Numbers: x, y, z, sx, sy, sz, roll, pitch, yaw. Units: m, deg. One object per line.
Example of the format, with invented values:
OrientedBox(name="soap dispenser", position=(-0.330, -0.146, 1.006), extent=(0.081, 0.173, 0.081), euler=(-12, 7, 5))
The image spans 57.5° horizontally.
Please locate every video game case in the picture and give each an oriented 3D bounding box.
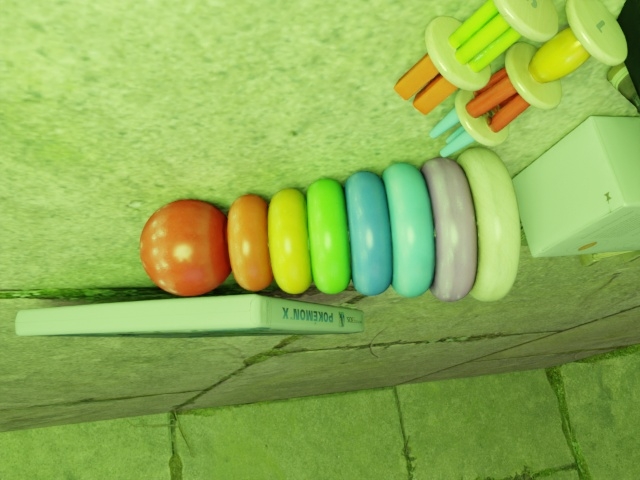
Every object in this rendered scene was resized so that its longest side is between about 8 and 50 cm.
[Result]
OrientedBox(name="video game case", position=(-0.147, 0.105, 0.745), extent=(0.329, 0.036, 0.300), euler=(-6, 168, 23))

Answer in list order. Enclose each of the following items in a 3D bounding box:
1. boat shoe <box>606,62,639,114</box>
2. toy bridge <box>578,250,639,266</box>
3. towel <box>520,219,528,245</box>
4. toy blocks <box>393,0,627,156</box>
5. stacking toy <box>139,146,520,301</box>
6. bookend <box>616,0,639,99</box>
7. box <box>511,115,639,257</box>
OrientedBox(name="boat shoe", position=(0.290, -0.113, 0.467), extent=(0.152, 0.049, 0.056), euler=(0, 157, -27))
OrientedBox(name="toy bridge", position=(0.519, 0.014, 0.951), extent=(0.188, 0.026, 0.063), euler=(-4, 158, -16))
OrientedBox(name="towel", position=(0.323, -0.025, 0.753), extent=(0.148, 0.027, 0.110), euler=(-4, 158, -13))
OrientedBox(name="toy blocks", position=(0.105, -0.106, 0.394), extent=(0.123, 0.054, 0.148), euler=(2, 157, -32))
OrientedBox(name="stacking toy", position=(0.000, 0.000, 0.532), extent=(0.330, 0.141, 0.141), euler=(-6, 160, 0))
OrientedBox(name="bookend", position=(0.284, -0.102, 0.339), extent=(0.157, 0.156, 0.072), euler=(-13, 159, 5))
OrientedBox(name="box", position=(0.305, -0.050, 0.581), extent=(0.170, 0.091, 0.130), euler=(-2, 159, -20))
